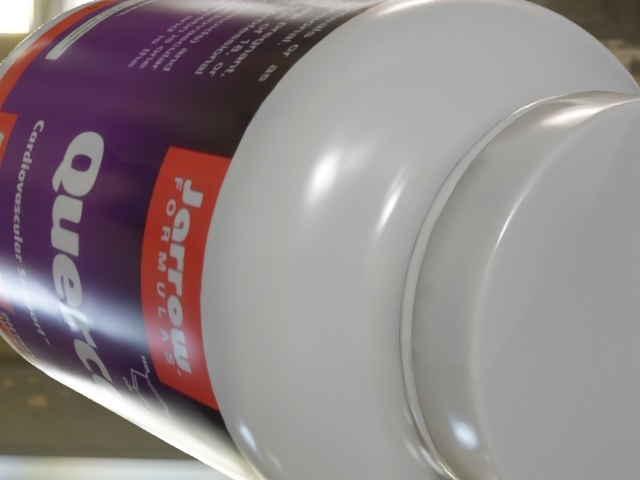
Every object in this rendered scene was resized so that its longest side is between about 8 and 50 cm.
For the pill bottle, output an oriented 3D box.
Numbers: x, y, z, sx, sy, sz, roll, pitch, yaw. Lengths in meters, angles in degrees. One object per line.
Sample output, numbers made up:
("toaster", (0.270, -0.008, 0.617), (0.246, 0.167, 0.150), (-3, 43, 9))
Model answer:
("pill bottle", (0.000, 0.000, 0.517), (0.323, 0.181, 0.181), (14, 105, 56))
